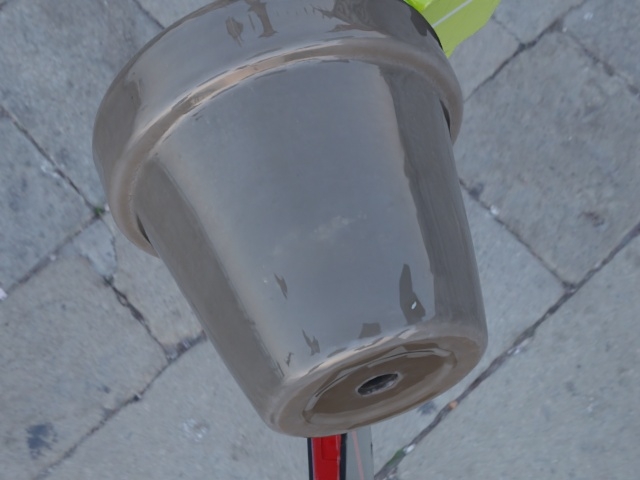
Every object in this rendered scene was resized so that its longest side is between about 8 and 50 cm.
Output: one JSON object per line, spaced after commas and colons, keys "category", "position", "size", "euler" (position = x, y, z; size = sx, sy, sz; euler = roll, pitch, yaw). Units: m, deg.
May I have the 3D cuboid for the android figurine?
{"category": "android figurine", "position": [0.092, -0.200, 0.847], "size": [0.248, 0.273, 0.056], "euler": [-37, 81, -15]}

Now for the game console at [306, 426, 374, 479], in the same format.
{"category": "game console", "position": [0.021, 0.268, 1.123], "size": [0.060, 0.386, 0.341], "euler": [-4, 46, 6]}

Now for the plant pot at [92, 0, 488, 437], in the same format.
{"category": "plant pot", "position": [0.000, 0.000, 0.663], "size": [0.263, 0.263, 0.229], "euler": [-19, 63, -5]}
